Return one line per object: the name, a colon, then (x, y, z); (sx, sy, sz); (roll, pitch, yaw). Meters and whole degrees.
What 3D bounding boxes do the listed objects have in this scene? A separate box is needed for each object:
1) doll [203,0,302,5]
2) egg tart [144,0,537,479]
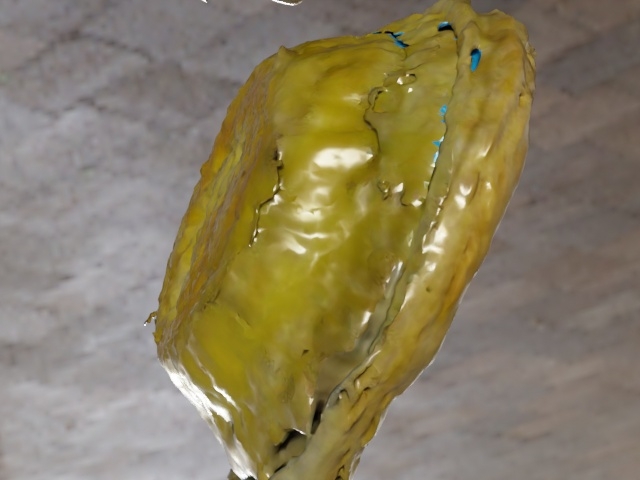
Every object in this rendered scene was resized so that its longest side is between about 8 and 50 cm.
doll: (-0.083, -0.297, 1.458); (0.152, 0.256, 0.196); (11, 126, -31)
egg tart: (0.000, 0.000, 1.302); (0.169, 0.388, 0.388); (24, 147, -11)
